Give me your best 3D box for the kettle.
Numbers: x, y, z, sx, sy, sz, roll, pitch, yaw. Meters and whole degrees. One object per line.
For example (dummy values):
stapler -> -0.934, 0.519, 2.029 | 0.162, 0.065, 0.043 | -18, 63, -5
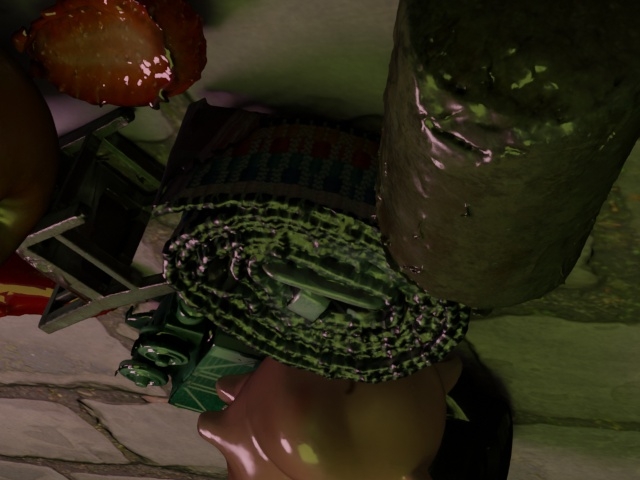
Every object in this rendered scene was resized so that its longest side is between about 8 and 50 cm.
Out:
kettle -> 0.070, 0.253, 1.519 | 0.271, 0.207, 0.250 | 12, 157, 25

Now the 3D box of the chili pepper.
chili pepper -> -0.405, 0.044, 1.508 | 0.388, 0.110, 0.110 | 8, 150, 3

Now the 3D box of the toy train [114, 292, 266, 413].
toy train -> -0.150, 0.123, 1.479 | 0.154, 0.115, 0.269 | 18, 151, -13

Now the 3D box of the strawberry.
strawberry -> -0.172, -0.176, 1.056 | 0.188, 0.082, 0.121 | 4, 129, 38

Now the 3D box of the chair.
chair -> -0.247, -0.014, 1.292 | 0.147, 0.136, 0.270 | 38, 146, -30

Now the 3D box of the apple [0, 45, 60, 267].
apple -> -0.351, -0.069, 1.130 | 0.254, 0.253, 0.253 | 13, 150, 8

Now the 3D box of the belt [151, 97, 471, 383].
belt -> 0.000, 0.000, 1.162 | 0.295, 0.160, 0.206 | 15, 131, 2

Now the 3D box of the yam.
yam -> 0.136, -0.090, 0.910 | 0.195, 0.195, 0.300 | 14, 150, 5

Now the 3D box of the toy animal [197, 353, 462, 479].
toy animal -> 0.005, 0.213, 1.329 | 0.269, 0.237, 0.326 | 5, 134, 9
